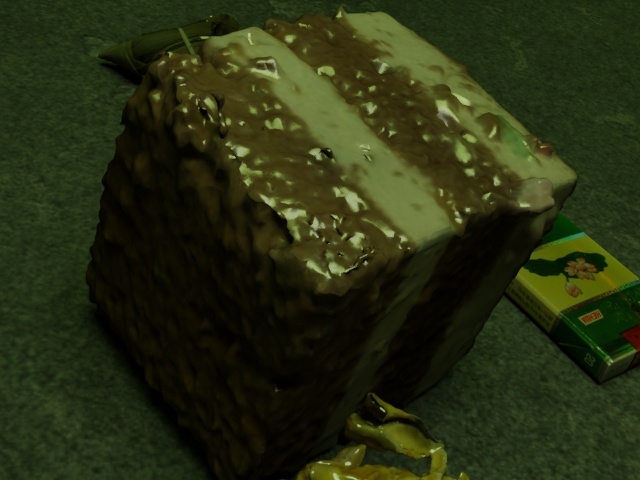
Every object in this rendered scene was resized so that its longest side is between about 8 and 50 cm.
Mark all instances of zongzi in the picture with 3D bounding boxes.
[{"bbox_3d":[-0.172,-0.165,1.067,0.178,0.081,0.189,-8,53,5],"label":"zongzi"}]

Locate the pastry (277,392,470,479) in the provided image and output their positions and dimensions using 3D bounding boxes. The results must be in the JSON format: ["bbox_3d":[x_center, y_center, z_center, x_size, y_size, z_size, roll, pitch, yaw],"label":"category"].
[{"bbox_3d":[0.011,0.198,0.619,0.250,0.102,0.154,-9,53,-31],"label":"pastry"}]

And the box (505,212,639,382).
[{"bbox_3d":[0.245,0.037,0.963,0.132,0.034,0.235,-16,47,-34],"label":"box"}]

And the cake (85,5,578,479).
[{"bbox_3d":[0.000,0.000,0.741,0.290,0.282,0.256,-15,53,-38],"label":"cake"}]
